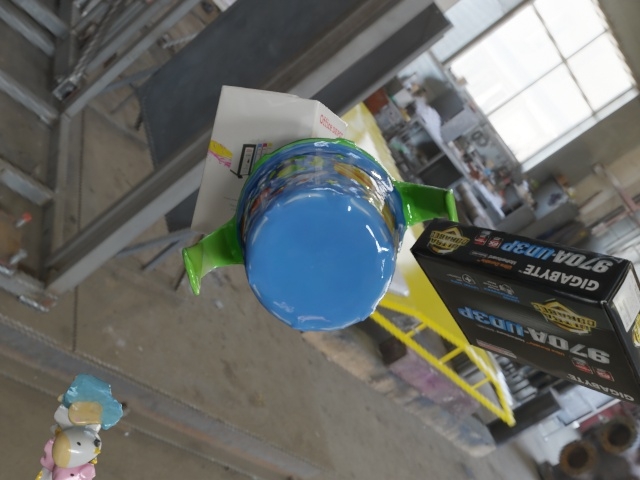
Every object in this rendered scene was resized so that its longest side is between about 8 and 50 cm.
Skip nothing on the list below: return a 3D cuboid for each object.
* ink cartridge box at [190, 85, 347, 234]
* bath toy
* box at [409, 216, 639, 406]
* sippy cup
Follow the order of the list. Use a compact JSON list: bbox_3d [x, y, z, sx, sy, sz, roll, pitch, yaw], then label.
[{"bbox_3d":[-0.076,-0.105,1.121,0.168,0.233,0.171,12,-1,17],"label":"ink cartridge box"},{"bbox_3d":[-0.488,0.431,1.398,0.128,0.348,0.151,25,32,-2],"label":"bath toy"},{"bbox_3d":[0.213,0.068,0.691,0.220,0.051,0.175,17,-29,48],"label":"box"},{"bbox_3d":[0.000,0.000,0.862,0.240,0.305,0.224,41,10,-10],"label":"sippy cup"}]
